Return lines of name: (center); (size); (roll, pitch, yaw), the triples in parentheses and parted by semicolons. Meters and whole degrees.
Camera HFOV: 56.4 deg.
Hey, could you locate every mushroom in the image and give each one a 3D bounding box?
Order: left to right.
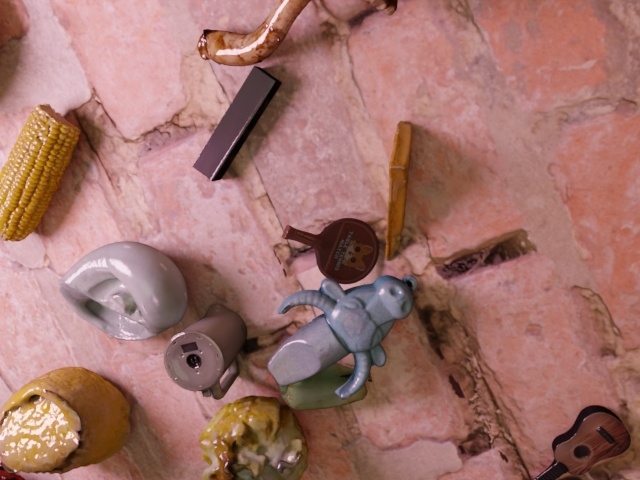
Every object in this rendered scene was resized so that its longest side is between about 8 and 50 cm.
mushroom: (-0.022, -0.348, 0.858); (0.233, 0.302, 0.208); (43, 62, 2)

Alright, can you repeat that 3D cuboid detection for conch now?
conch: (-0.324, 0.088, 1.007); (0.221, 0.121, 0.185); (5, 106, 16)
conch: (0.000, 0.247, 1.008); (0.170, 0.079, 0.106); (8, 116, 5)

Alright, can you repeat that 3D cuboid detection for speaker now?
speaker: (-0.135, -0.186, 0.958); (0.046, 0.040, 0.191); (37, 106, 4)

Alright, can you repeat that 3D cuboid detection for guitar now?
guitar: (0.382, 0.378, 0.979); (0.084, 0.038, 0.271); (44, 103, 0)

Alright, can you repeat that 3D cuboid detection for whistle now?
whistle: (0.038, 0.137, 0.945); (0.274, 0.093, 0.186); (-35, 100, 1)

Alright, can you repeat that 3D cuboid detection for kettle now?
kettle: (-0.175, 0.184, 0.986); (0.127, 0.148, 0.098); (45, 103, 0)

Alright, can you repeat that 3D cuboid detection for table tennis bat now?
table tennis bat: (0.000, 0.000, 0.987); (0.169, 0.119, 0.108); (18, 93, -25)

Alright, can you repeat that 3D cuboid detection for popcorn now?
popcorn: (-0.114, 0.370, 0.994); (0.197, 0.212, 0.198); (17, 136, 18)

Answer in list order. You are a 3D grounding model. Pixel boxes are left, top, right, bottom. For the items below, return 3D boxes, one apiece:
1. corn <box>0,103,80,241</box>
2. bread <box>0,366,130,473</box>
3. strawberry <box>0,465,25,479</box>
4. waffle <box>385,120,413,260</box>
corn: (-0.491, -0.108, 1.011); (0.093, 0.093, 0.244); (34, 106, 2)
bread: (-0.450, 0.323, 1.050); (0.197, 0.170, 0.197); (0, 89, 6)
strawberry: (-0.657, 0.560, 1.126); (0.274, 0.220, 0.274); (-6, 63, 12)
waffle: (0.123, -0.076, 0.951); (0.032, 0.125, 0.191); (5, 136, 7)
